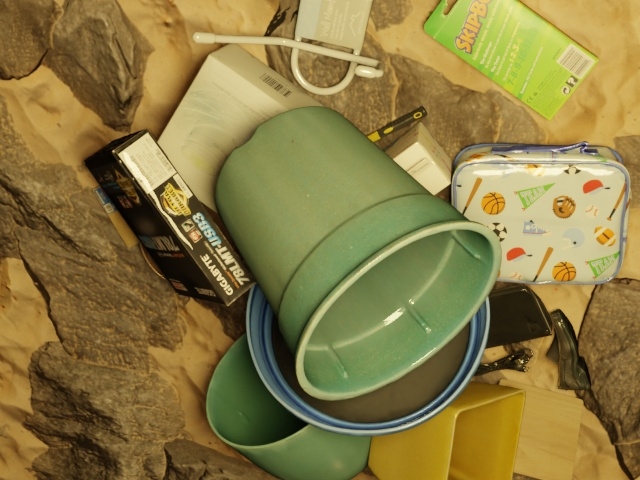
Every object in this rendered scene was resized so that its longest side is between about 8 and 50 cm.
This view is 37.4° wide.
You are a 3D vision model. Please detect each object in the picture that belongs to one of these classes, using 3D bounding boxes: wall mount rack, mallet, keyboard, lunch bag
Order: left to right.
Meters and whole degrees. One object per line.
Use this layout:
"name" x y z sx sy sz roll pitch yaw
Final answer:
"wall mount rack" -0.026 -0.395 1.477 0.304 0.130 0.350 13 113 3
"mallet" 0.088 -0.185 1.605 0.190 0.039 0.062 -34 102 15
"keyboard" 0.262 0.177 1.705 0.317 0.033 0.201 -14 123 26
"lunch bag" 0.367 -0.052 1.575 0.303 0.115 0.243 1 111 9

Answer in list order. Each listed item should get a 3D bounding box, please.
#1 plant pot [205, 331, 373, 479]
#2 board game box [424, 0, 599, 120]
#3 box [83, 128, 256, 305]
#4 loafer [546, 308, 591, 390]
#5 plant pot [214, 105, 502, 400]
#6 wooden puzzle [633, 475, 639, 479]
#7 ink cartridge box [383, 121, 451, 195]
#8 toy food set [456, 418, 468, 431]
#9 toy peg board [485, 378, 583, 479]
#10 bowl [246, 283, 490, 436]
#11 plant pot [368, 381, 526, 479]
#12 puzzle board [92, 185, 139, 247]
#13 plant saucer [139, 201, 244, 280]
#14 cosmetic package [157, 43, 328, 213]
"plant pot" -0.019 0.306 1.699 0.293 0.293 0.235 -23 128 17
"board game box" 0.303 -0.316 1.513 0.259 0.039 0.124 33 113 -9
"box" -0.254 -0.035 1.542 0.073 0.295 0.293 -37 105 -18
"loafer" 0.436 0.202 1.700 0.061 0.062 0.170 -16 108 20
"plant pot" 0.028 -0.003 1.392 0.341 0.341 0.334 -55 54 24
"wooden puzzle" 0.792 0.484 1.753 0.322 0.080 0.348 42 113 -10
"ink cartridge box" 0.154 -0.118 1.560 0.092 0.143 0.090 -37 103 21
"toy food set" 0.249 0.407 1.790 0.111 0.104 0.232 27 114 -3
"toy peg board" 0.385 0.358 1.749 0.161 0.079 0.160 15 71 -2
"bowl" 0.077 0.129 1.531 0.391 0.391 0.077 -1 155 9
"plant pot" 0.204 0.343 1.619 0.187 0.212 0.212 16 104 42
"puzzle board" -0.346 -0.059 1.735 0.096 0.011 0.128 -23 107 18
"plant saucer" -0.228 -0.009 1.716 0.199 0.036 0.198 1 110 3
"cosmetic package" -0.131 -0.168 1.579 0.224 0.138 0.224 35 115 -2
